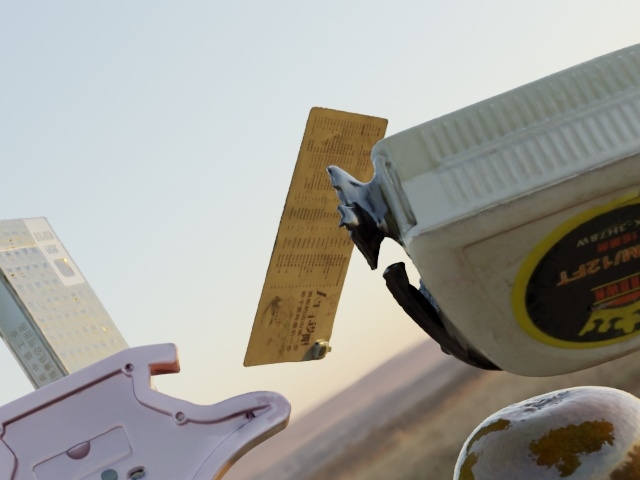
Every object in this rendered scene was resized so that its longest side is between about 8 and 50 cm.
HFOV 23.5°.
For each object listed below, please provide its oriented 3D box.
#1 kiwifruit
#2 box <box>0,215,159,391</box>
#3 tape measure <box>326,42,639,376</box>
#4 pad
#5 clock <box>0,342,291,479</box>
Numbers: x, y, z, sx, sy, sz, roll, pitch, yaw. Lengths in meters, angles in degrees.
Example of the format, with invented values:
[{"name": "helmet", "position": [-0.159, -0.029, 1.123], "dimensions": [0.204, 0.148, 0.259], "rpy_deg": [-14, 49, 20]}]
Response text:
[{"name": "kiwifruit", "position": [0.210, 0.234, 1.216], "dimensions": [0.196, 0.233, 0.196], "rpy_deg": [-15, 11, 3]}, {"name": "box", "position": [-0.249, 0.120, 1.583], "dimensions": [0.047, 0.324, 0.180], "rpy_deg": [-36, -6, 13]}, {"name": "tape measure", "position": [0.155, -0.005, 1.067], "dimensions": [0.271, 0.133, 0.231], "rpy_deg": [-21, -42, -1]}, {"name": "pad", "position": [0.000, 0.000, 1.537], "dimensions": [0.159, 0.009, 0.265], "rpy_deg": [1, -74, -59]}, {"name": "clock", "position": [-0.149, 0.234, 1.410], "dimensions": [0.290, 0.275, 0.080], "rpy_deg": [-28, -12, -7]}]
